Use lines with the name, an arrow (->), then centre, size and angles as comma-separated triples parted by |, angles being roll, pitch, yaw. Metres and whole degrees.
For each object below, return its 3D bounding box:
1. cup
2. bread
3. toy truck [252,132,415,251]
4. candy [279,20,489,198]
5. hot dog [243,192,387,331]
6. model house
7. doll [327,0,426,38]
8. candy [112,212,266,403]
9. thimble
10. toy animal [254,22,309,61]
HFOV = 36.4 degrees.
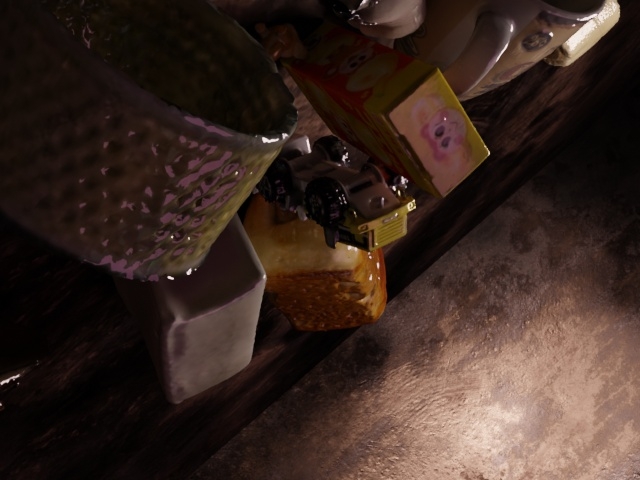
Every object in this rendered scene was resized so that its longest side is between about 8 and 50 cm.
cup -> 0.212, -0.283, 1.297 | 0.257, 0.227, 0.301 | -50, -169, 47
bread -> 0.469, -0.416, 1.837 | 0.141, 0.134, 0.148 | -43, 155, -2
toy truck -> 0.003, -0.068, 1.299 | 0.136, 0.286, 0.111 | -23, 121, -28
candy -> 0.070, -0.164, 1.173 | 0.088, 0.276, 0.146 | -41, 123, -5
hot dog -> -0.002, 0.001, 1.595 | 0.185, 0.223, 0.405 | -5, 161, 9
model house -> -0.429, 0.184, 1.153 | 0.164, 0.141, 0.203 | -60, 163, 19
doll -> 0.079, -0.307, 1.191 | 0.149, 0.095, 0.192 | -42, 168, 5
candy -> -0.180, 0.060, 1.282 | 0.145, 0.208, 0.359 | -23, 159, -17
thimble -> -0.160, -0.111, 0.769 | 0.150, 0.271, 0.270 | -51, 164, 24
toy animal -> -0.051, -0.224, 1.156 | 0.083, 0.060, 0.081 | 27, 70, -74
